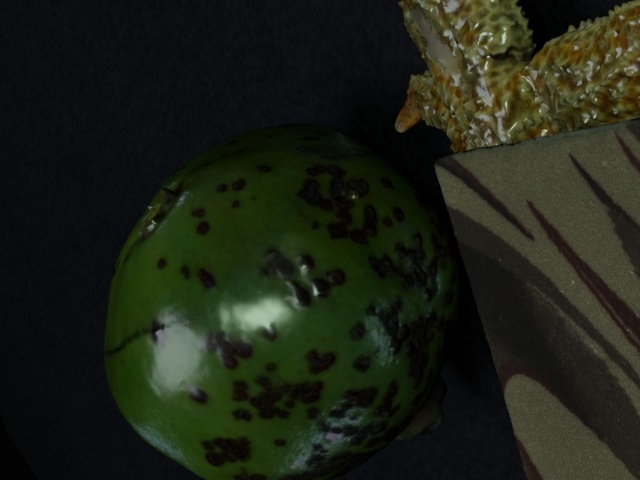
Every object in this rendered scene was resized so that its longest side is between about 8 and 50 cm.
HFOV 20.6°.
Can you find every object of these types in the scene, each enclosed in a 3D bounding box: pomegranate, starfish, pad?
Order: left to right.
[{"bbox_3d":[-0.019,0.054,1.185,0.270,0.254,0.254,42,175,-34],"label":"pomegranate"},{"bbox_3d":[0.091,-0.098,0.930,0.293,0.084,0.301,45,157,39],"label":"starfish"},{"bbox_3d":[0.161,0.106,0.806,0.220,0.004,0.330,-9,100,57],"label":"pad"}]

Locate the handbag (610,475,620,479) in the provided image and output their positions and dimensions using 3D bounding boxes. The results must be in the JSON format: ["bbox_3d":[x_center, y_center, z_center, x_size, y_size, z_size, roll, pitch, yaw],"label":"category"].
[{"bbox_3d":[0.213,0.179,0.910,0.205,0.116,0.179,66,160,-3],"label":"handbag"}]

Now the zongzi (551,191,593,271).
[{"bbox_3d":[0.131,0.024,0.862,0.104,0.052,0.113,45,132,-8],"label":"zongzi"}]
